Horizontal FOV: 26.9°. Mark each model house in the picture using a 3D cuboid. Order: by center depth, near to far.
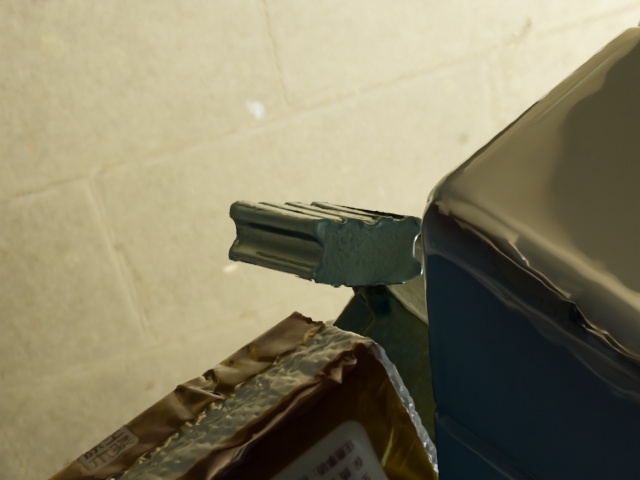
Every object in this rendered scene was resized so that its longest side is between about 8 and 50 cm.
[{"bbox_3d":[0.117,0.178,1.443,0.321,0.261,0.266,38,110,4],"label":"model house"}]

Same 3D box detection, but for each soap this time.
[{"bbox_3d":[0.000,0.000,1.250,0.114,0.198,0.063,-1,96,-25],"label":"soap"}]

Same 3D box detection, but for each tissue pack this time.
[{"bbox_3d":[-0.042,0.165,0.581,0.226,0.092,0.183,-36,118,-22],"label":"tissue pack"}]

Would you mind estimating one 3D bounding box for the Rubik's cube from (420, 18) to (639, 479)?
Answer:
[{"bbox_3d":[0.235,0.066,0.447,0.291,0.291,0.290,-40,146,-24],"label":"Rubik's cube"}]
